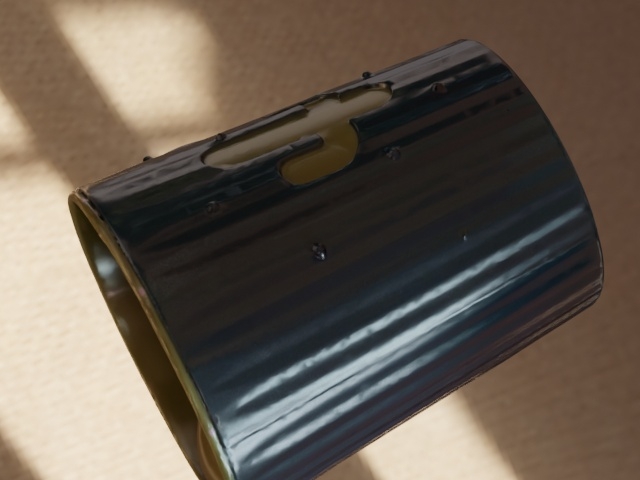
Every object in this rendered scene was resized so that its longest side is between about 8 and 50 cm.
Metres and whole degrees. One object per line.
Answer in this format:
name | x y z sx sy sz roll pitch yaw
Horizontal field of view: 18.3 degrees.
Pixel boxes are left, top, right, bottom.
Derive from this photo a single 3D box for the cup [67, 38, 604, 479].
cup | 0.000 0.000 0.719 0.176 0.155 0.131 50 -18 55
